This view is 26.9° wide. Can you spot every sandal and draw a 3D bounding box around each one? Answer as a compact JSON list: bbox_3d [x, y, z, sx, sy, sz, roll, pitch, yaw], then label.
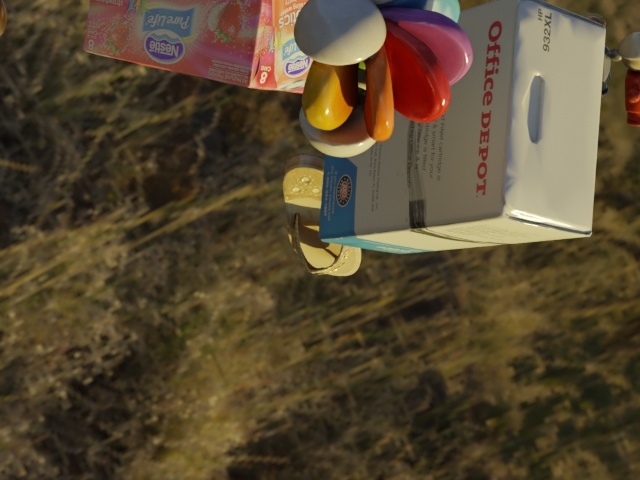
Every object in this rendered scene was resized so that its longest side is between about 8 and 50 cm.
[{"bbox_3d":[-0.006,0.000,1.633,0.240,0.088,0.079,74,19,-51],"label":"sandal"}]

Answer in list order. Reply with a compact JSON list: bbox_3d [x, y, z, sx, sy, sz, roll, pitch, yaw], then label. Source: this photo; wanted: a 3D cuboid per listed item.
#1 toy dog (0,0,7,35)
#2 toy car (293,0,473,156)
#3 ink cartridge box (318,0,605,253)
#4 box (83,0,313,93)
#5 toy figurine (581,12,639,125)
[{"bbox_3d":[-0.517,-0.353,1.555,0.284,0.395,0.408,-77,160,-46],"label":"toy dog"},{"bbox_3d":[0.059,-0.160,1.140,0.159,0.136,0.182,86,24,-51],"label":"toy car"},{"bbox_3d":[0.142,-0.109,1.412,0.129,0.307,0.223,11,80,-34],"label":"ink cartridge box"},{"bbox_3d":[-0.149,-0.288,1.753,0.154,0.300,0.142,-2,105,-55],"label":"box"},{"bbox_3d":[0.396,-0.256,2.056,0.209,0.213,0.148,-128,-156,-57],"label":"toy figurine"}]
